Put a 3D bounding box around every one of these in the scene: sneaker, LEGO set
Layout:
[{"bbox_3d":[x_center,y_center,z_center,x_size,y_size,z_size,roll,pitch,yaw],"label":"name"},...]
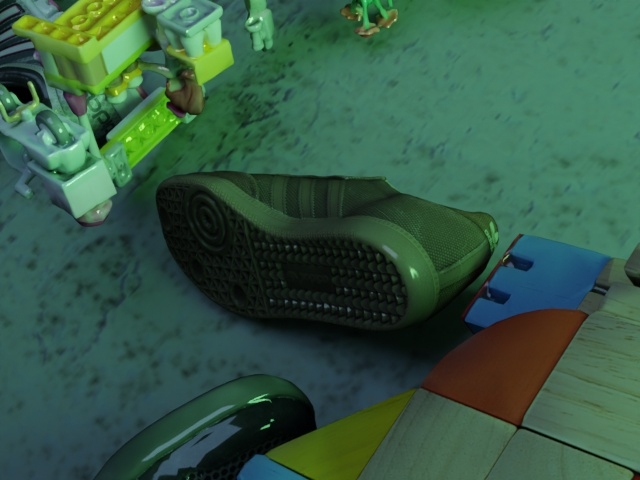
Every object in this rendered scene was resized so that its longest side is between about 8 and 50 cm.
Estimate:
[{"bbox_3d":[-0.173,-0.099,0.808,0.075,0.063,0.170,-43,53,-14],"label":"sneaker"},{"bbox_3d":[0.000,0.000,0.659,0.071,0.066,0.188,-24,28,-36],"label":"sneaker"},{"bbox_3d":[-0.035,-0.099,0.720,0.287,0.107,0.132,-29,46,-18],"label":"LEGO set"},{"bbox_3d":[-0.065,0.163,0.552,0.227,0.087,0.130,-45,51,-4],"label":"sneaker"}]

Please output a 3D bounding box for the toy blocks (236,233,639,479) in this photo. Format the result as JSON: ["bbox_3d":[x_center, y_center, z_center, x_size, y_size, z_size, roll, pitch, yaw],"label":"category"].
[{"bbox_3d":[0.072,0.129,0.466,0.261,0.191,0.381,17,65,48],"label":"toy blocks"}]
